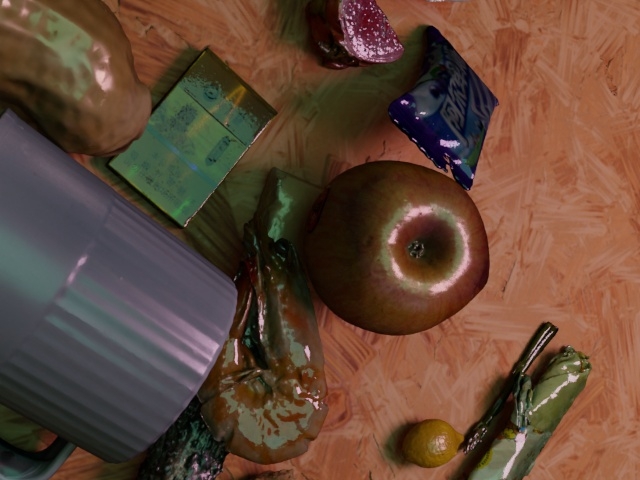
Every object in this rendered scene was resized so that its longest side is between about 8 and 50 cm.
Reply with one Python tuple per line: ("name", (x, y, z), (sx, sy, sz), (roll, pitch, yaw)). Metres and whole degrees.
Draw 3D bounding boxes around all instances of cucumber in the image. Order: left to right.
("cucumber", (-0.139, 0.225, 1.166), (0.096, 0.096, 0.359), (31, 78, -19))

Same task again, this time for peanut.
("peanut", (-0.326, -0.230, 1.065), (0.340, 0.158, 0.174), (26, 58, -24))

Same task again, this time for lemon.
("lemon", (0.149, 0.270, 1.302), (0.092, 0.065, 0.065), (-11, 93, -17))

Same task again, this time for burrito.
("burrito", (0.282, 0.253, 1.354), (0.288, 0.054, 0.104), (-50, 125, -17))

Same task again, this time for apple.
("apple", (0.086, 0.007, 1.149), (0.211, 0.188, 0.211), (2, 85, -22))

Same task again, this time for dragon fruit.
("dragon fruit", (0.025, -0.269, 1.246), (0.096, 0.102, 0.147), (-40, 106, -12))

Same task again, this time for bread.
("bread", (0.000, 0.000, 1.246), (0.178, 0.060, 0.139), (19, 82, -21))

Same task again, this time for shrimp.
("shrimp", (-0.071, 0.110, 1.133), (0.154, 0.062, 0.294), (-1, 76, -14))

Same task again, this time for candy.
("candy", (0.164, -0.176, 1.254), (0.145, 0.070, 0.275), (42, 35, -12))

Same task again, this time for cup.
("cup", (-0.293, 0.086, 1.019), (0.311, 0.257, 0.331), (37, 74, -19))

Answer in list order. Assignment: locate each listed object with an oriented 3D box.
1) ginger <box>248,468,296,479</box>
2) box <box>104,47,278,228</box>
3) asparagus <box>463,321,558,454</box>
("ginger", (-0.077, 0.370, 1.203), (0.095, 0.069, 0.190), (16, 84, -17))
("box", (-0.155, -0.125, 1.201), (0.121, 0.030, 0.193), (42, 75, -17))
("asparagus", (0.266, 0.208, 1.375), (0.233, 0.022, 0.023), (-52, 151, -18))
